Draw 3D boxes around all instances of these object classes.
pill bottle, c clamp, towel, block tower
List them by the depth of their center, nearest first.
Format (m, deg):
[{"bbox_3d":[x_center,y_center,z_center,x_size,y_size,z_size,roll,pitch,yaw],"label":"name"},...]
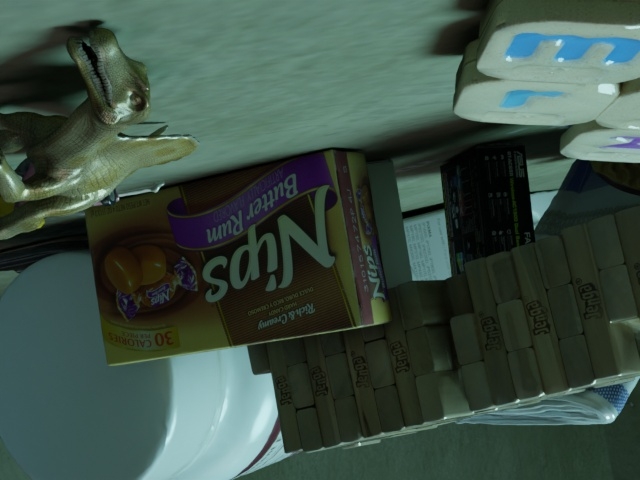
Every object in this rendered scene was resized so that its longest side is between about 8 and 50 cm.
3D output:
[{"bbox_3d":[0.108,0.062,0.726,0.335,0.097,0.091,-19,166,38],"label":"block tower"},{"bbox_3d":[0.205,0.019,0.865,0.285,0.034,0.209,-54,-162,-22],"label":"towel"},{"bbox_3d":[-0.083,0.093,1.020,0.224,0.224,0.392,-11,177,30],"label":"pill bottle"},{"bbox_3d":[-0.236,0.013,1.038,0.160,0.022,0.137,-11,172,41],"label":"c clamp"}]

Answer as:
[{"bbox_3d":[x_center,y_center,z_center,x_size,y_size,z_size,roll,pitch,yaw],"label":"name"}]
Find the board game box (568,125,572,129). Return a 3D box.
[{"bbox_3d":[0.232,-0.082,0.548,0.201,0.035,0.136,-11,176,31],"label":"board game box"}]

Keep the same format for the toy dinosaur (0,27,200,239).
[{"bbox_3d":[-0.089,-0.026,0.412,0.092,0.053,0.183,-11,177,-7],"label":"toy dinosaur"}]

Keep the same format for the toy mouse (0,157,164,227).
[{"bbox_3d":[-0.146,-0.022,0.498,0.161,0.031,0.143,-9,177,-10],"label":"toy mouse"}]

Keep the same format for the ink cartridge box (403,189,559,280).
[{"bbox_3d":[0.145,0.031,1.502,0.306,0.131,0.226,-12,178,45],"label":"ink cartridge box"}]

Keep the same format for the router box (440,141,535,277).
[{"bbox_3d":[0.122,-0.004,0.841,0.038,0.122,0.092,-4,177,-11],"label":"router box"}]

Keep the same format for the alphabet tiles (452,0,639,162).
[{"bbox_3d":[0.193,-0.058,0.405,0.284,0.021,0.278,4,174,1],"label":"alphabet tiles"}]

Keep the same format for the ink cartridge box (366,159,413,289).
[{"bbox_3d":[0.000,0.000,0.822,0.089,0.092,0.143,-9,175,-17],"label":"ink cartridge box"}]

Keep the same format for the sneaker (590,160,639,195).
[{"bbox_3d":[0.252,-0.062,0.677,0.185,0.070,0.084,-10,172,20],"label":"sneaker"}]

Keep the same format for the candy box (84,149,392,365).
[{"bbox_3d":[-0.055,0.014,0.741,0.186,0.109,0.053,-10,176,26],"label":"candy box"}]
